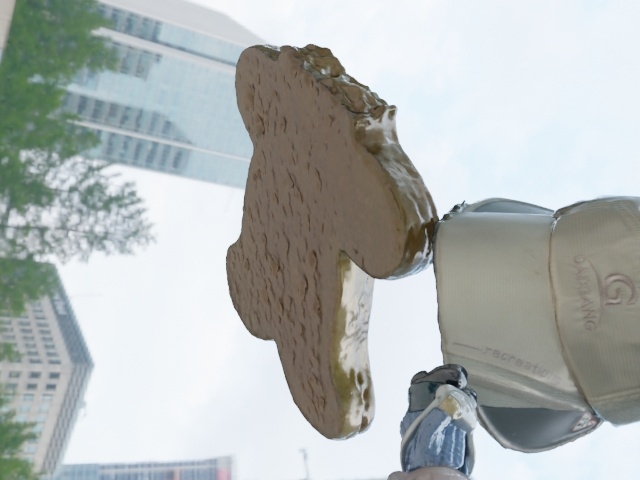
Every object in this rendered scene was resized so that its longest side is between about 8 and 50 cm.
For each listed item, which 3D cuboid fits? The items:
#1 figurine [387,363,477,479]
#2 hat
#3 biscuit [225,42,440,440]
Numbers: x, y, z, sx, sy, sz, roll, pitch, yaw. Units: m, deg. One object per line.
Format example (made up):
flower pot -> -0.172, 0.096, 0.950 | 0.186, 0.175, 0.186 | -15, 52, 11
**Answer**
figurine -> 0.067, 0.145, 0.465 | 0.087, 0.086, 0.149 | -10, -141, 17
hat -> 0.214, 0.046, 0.627 | 0.161, 0.275, 0.231 | 127, -35, -59
biscuit -> 0.000, 0.000, 0.825 | 0.368, 0.076, 0.393 | 47, -41, 46
